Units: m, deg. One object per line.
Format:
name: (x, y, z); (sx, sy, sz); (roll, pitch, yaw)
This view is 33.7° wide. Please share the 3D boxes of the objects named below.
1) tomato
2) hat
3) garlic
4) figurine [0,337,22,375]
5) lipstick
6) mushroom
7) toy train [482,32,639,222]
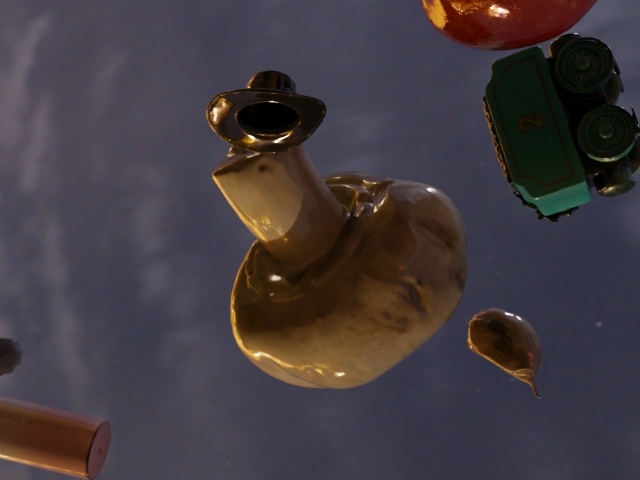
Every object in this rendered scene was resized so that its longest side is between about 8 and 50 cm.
tomato: (0.187, -0.241, 1.029); (0.199, 0.228, 0.112); (6, -84, 15)
hat: (-0.053, -0.133, 1.025); (0.121, 0.121, 0.050); (-27, -129, 44)
garlic: (0.269, 0.143, 1.480); (0.152, 0.066, 0.084); (30, -50, 41)
figurine: (-0.543, 0.194, 1.751); (0.086, 0.082, 0.094); (-40, -171, 50)
lipstick: (-0.470, 0.264, 1.514); (0.327, 0.087, 0.087); (12, -89, 7)
mushroom: (0.000, 0.000, 1.262); (0.315, 0.336, 0.314); (-24, -147, 17)
toy train: (0.280, -0.134, 1.227); (0.163, 0.112, 0.203); (-19, -110, 15)
